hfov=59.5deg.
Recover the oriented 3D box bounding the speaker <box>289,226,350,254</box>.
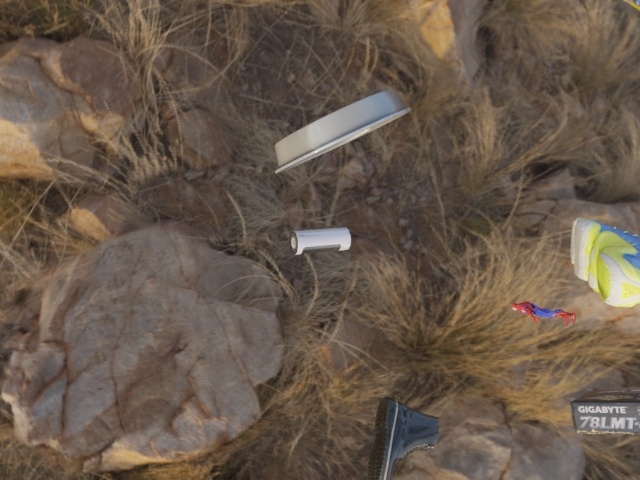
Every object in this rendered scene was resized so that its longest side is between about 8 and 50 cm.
[{"bbox_3d":[0.000,0.000,1.287,0.136,0.055,0.055,-5,83,-25],"label":"speaker"}]

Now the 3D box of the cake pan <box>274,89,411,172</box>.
[{"bbox_3d":[0.033,-0.215,1.100,0.293,0.293,0.054,-29,98,-31],"label":"cake pan"}]

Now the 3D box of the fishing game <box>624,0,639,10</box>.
[{"bbox_3d":[0.823,-0.532,1.314,0.264,0.041,0.189,1,41,-17],"label":"fishing game"}]

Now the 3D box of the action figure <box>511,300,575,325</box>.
[{"bbox_3d":[0.392,0.129,0.999,0.038,0.115,0.030,-11,106,-35],"label":"action figure"}]

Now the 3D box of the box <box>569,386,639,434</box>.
[{"bbox_3d":[0.721,0.358,1.199,0.293,0.295,0.073,8,74,-54],"label":"box"}]

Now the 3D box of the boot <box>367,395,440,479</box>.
[{"bbox_3d":[0.178,0.436,1.152,0.137,0.077,0.198,21,65,-13],"label":"boot"}]

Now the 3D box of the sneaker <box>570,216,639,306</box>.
[{"bbox_3d":[0.451,0.029,0.819,0.240,0.126,0.091,-68,156,-64],"label":"sneaker"}]
